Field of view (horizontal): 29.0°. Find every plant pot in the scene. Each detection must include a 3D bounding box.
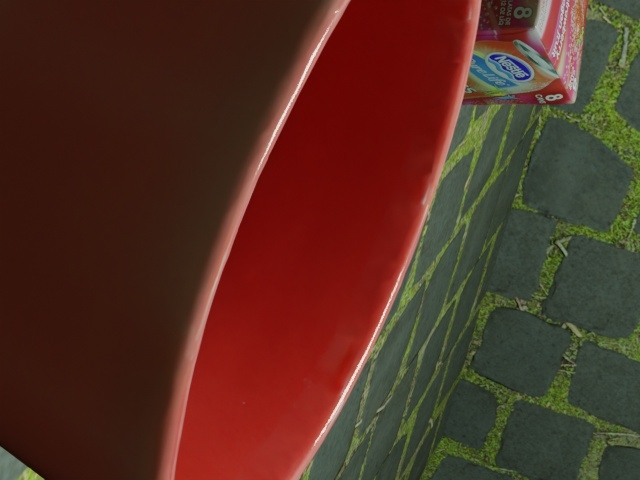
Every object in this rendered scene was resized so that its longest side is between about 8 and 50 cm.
[{"bbox_3d":[-0.096,-0.044,0.493,0.275,0.243,0.275,22,90,-76],"label":"plant pot"}]

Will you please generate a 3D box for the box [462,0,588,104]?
[{"bbox_3d":[0.132,-0.239,0.911,0.128,0.123,0.256,40,57,-60],"label":"box"}]
